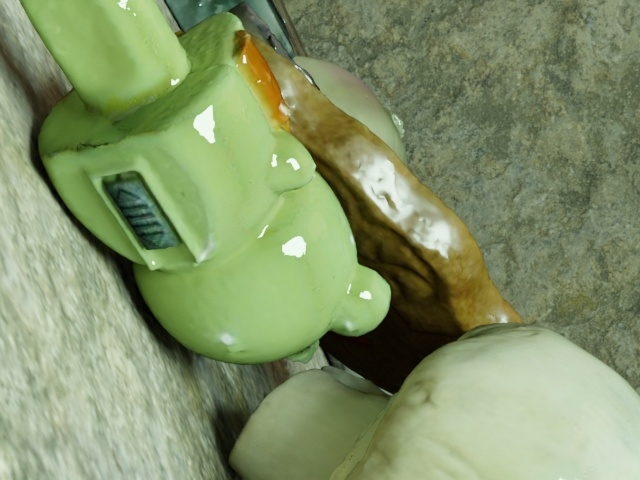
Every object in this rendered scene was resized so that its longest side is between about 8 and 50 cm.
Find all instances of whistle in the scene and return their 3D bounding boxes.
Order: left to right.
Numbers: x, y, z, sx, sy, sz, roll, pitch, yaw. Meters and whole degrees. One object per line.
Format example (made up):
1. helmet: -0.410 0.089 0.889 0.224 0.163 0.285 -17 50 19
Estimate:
1. whistle: -0.066 -0.041 0.628 0.288 0.131 0.106 61 36 -31

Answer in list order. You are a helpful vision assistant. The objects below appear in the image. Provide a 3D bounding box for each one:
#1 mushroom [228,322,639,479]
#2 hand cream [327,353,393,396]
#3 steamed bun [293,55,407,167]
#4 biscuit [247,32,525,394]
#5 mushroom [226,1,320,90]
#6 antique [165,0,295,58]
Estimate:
1. mushroom: 0.053 0.151 0.653 0.254 0.234 0.260 -29 137 -55
2. hand cream: 0.039 0.095 1.197 0.140 0.089 0.314 -85 157 -72
3. steamed bun: 0.019 -0.110 1.441 0.239 0.152 0.170 57 9 -67
4. biscuit: -0.001 0.001 0.784 0.273 0.049 0.257 44 -21 -9
5. mushroom: -0.049 -0.101 1.001 0.141 0.117 0.188 69 14 16
6. antique: -0.105 -0.248 1.244 0.183 0.088 0.086 60 8 -33
